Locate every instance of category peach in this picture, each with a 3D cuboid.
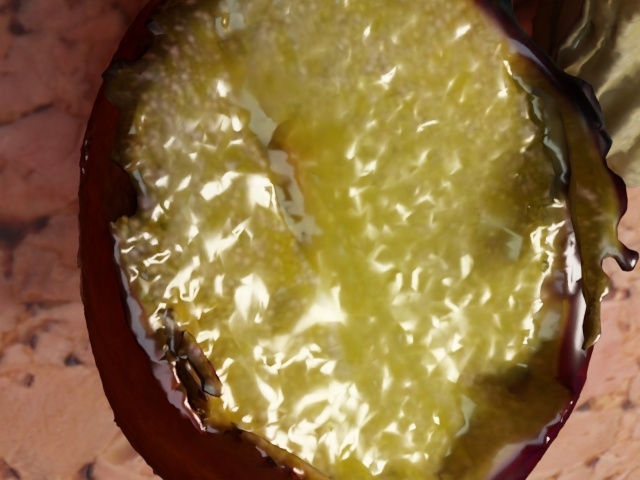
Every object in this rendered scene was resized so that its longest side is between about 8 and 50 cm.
[{"bbox_3d":[-0.002,-0.001,1.008,0.339,0.353,0.416,-27,139,-25],"label":"peach"}]

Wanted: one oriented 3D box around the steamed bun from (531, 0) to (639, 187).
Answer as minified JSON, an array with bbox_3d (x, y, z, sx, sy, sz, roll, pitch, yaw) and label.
[{"bbox_3d":[0.260,-0.216,1.005,0.189,0.247,0.428,9,143,-6],"label":"steamed bun"}]
